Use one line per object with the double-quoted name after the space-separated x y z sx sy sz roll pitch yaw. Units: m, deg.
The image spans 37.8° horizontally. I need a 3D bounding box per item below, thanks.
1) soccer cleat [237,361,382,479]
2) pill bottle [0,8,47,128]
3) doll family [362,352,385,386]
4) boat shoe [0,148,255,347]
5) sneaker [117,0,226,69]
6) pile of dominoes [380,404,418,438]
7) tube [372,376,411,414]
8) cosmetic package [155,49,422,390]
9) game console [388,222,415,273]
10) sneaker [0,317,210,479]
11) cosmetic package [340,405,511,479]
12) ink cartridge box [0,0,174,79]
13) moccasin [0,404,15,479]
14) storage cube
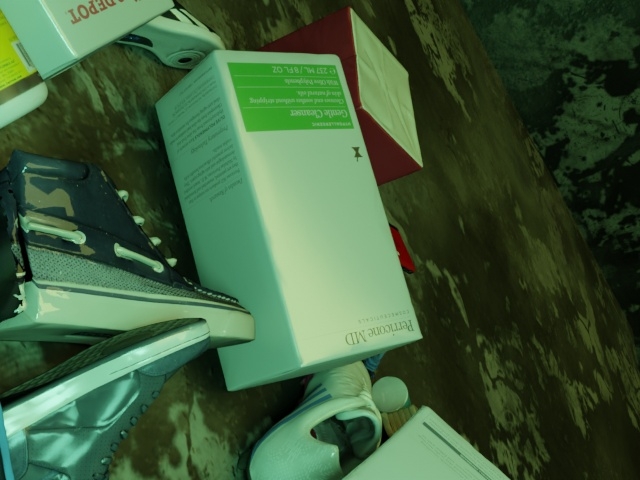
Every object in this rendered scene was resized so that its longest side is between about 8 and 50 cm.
0.028 0.223 1.132 0.116 0.143 0.331 66 25 -8 "soccer cleat"
-0.326 -0.183 0.759 0.215 0.117 0.117 61 27 -16 "pill bottle"
0.067 0.120 1.353 0.076 0.111 0.193 19 50 -7 "doll family"
-0.181 0.018 0.881 0.340 0.127 0.158 18 63 -58 "boat shoe"
-0.195 -0.291 1.141 0.217 0.079 0.121 10 64 -60 "sneaker"
0.144 0.335 1.188 0.196 0.040 0.251 53 17 -72 "pile of dominoes"
0.115 0.258 1.357 0.207 0.052 0.080 66 23 -57 "tube"
-0.042 -0.025 1.106 0.197 0.155 0.365 -9 77 -41 "cosmetic package"
0.059 0.000 1.396 0.144 0.085 0.124 28 34 -54 "game console"
-0.167 0.170 0.751 0.163 0.226 0.086 65 -18 -8 "sneaker"
0.060 0.326 0.976 0.138 0.224 0.225 41 25 16 "cosmetic package"
-0.301 -0.311 0.887 0.307 0.129 0.223 62 26 -16 "ink cartridge box"
-0.276 0.138 0.603 0.117 0.138 0.342 -21 90 -60 "moccasin"
0.012 -0.183 1.342 0.215 0.193 0.183 38 40 -50 "storage cube"
